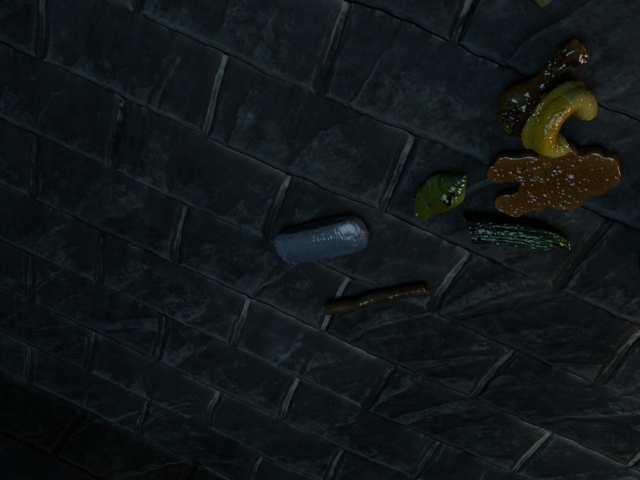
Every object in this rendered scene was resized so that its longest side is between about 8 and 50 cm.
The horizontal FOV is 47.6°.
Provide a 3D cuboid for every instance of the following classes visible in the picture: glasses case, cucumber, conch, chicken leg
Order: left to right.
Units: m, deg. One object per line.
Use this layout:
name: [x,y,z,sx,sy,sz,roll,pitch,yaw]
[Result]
glasses case: [0.000,0.000,1.990,0.282,0.067,0.109,-14,122,27]
conch: [0.299,-0.117,1.787,0.201,0.079,0.095,-26,95,43]
cucumber: [0.481,-0.019,1.790,0.265,0.077,0.077,5,127,15]
chicken leg: [0.471,-0.326,1.558,0.107,0.087,0.251,15,131,-33]

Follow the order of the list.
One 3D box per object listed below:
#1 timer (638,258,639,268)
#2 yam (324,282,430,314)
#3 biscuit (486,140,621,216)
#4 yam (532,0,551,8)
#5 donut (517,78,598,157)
timer: [0.853,0.029,1.693,0.144,0.055,0.187,28,126,-4]
yam: [0.156,0.167,2.072,0.327,0.045,0.045,-14,142,29]
biscuit: [0.541,-0.146,1.686,0.295,0.044,0.186,-5,127,26]
yam: [0.388,-0.555,1.378,0.238,0.128,0.129,38,131,-9]
donut: [0.505,-0.253,1.538,0.146,0.078,0.181,10,127,-43]
